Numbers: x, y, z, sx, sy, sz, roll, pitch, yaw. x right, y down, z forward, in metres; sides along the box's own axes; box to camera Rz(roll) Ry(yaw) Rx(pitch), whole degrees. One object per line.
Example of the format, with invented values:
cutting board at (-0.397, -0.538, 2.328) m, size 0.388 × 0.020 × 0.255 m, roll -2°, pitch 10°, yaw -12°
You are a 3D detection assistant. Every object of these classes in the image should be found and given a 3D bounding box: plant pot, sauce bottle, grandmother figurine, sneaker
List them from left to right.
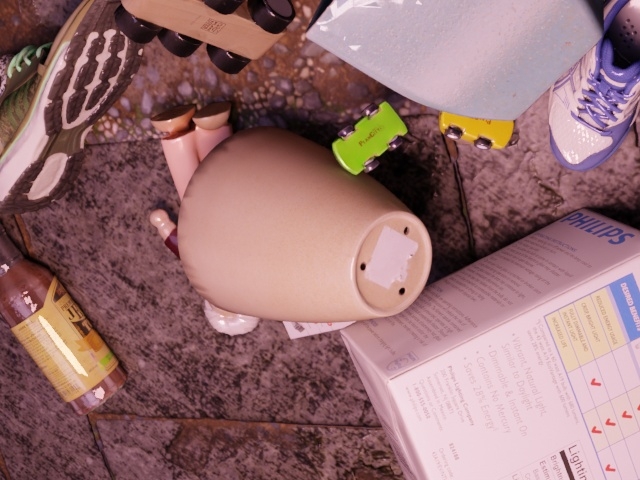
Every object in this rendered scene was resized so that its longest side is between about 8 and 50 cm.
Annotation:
sneaker at (-0.404, -0.226, 1.690) m, size 0.182 × 0.158 × 0.410 m, roll 48°, pitch 123°, yaw 17°
sauce bottle at (-0.449, 0.120, 1.906) m, size 0.111 × 0.111 × 0.344 m, roll -26°, pitch 104°, yaw 34°
grandmother figurine at (-0.155, -0.022, 1.698) m, size 0.208 × 0.104 × 0.342 m, roll 2°, pitch 115°, yaw 34°
plant pot at (0.000, 0.000, 1.475) m, size 0.274 × 0.256 × 0.256 m, roll 17°, pitch 128°, yaw 50°
plant pot at (0.174, -0.281, 1.295) m, size 0.252 × 0.248 × 0.247 m, roll 36°, pitch 125°, yaw -12°
sneaker at (0.328, -0.195, 1.351) m, size 0.112 × 0.131 × 0.296 m, roll 24°, pitch 126°, yaw 10°

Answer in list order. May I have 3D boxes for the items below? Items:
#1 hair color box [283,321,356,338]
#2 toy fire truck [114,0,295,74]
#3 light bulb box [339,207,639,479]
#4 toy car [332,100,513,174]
hair color box at (0.016, 0.078, 1.696) m, size 0.167 × 0.053 × 0.093 m, roll -14°, pitch 111°, yaw 30°
toy fire truck at (-0.174, -0.347, 1.500) m, size 0.158 × 0.217 × 0.246 m, roll -38°, pitch 55°, yaw 36°
light bulb box at (0.271, 0.204, 1.438) m, size 0.361 × 0.225 × 0.358 m, roll -25°, pitch 107°, yaw -7°
toy car at (0.097, -0.163, 1.454) m, size 0.239 × 0.225 × 0.053 m, roll 52°, pitch 163°, yaw -8°
